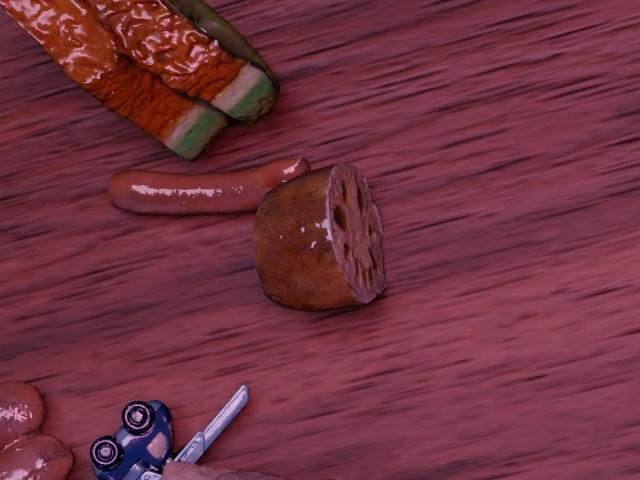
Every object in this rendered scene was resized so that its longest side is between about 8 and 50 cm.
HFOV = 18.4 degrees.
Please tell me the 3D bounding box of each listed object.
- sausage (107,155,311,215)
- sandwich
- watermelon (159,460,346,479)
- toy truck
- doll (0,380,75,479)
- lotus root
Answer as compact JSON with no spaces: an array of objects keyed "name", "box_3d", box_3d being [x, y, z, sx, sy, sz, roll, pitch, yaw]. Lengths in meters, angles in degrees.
[{"name":"sausage","box_3d":[-0.093,-0.045,1.656,0.177,0.040,0.047,-2,102,16]},{"name":"sandwich","box_3d":[-0.170,-0.176,1.638,0.292,0.212,0.109,38,103,8]},{"name":"watermelon","box_3d":[-0.055,0.265,1.388,0.310,0.193,0.231,-39,89,15]},{"name":"toy truck","box_3d":[-0.125,0.152,1.609,0.074,0.063,0.136,40,87,1]},{"name":"doll","box_3d":[-0.356,0.218,1.608,0.303,0.156,0.201,-35,63,0]},{"name":"lotus root","box_3d":[0.000,-0.003,1.582,0.081,0.122,0.112,-6,99,21]}]
